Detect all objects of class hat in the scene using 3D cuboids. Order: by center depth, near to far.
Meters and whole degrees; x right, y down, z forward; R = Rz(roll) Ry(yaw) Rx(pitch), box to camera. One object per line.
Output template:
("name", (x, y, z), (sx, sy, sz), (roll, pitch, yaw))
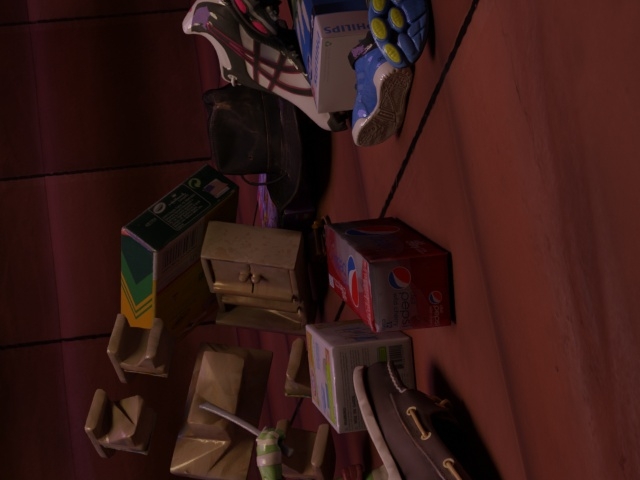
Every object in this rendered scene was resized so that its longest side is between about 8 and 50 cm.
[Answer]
("hat", (-0.120, -0.193, 2.207), (0.331, 0.134, 0.331), (177, 90, -80))

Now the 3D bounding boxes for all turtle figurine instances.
("turtle figurine", (-0.029, 0.318, 1.879), (0.275, 0.266, 0.198), (-121, 26, -67))

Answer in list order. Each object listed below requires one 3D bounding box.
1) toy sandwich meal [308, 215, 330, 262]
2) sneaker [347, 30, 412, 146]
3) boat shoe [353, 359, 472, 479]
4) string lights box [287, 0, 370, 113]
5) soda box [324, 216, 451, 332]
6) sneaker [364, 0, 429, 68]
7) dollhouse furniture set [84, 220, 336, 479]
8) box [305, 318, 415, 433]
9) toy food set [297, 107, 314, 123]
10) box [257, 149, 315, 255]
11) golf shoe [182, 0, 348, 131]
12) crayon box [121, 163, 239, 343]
("toy sandwich meal", (0.000, 0.000, 2.218), (0.085, 0.029, 0.086), (174, 90, -81))
("sneaker", (0.063, -0.182, 1.620), (0.152, 0.058, 0.085), (105, 151, -56))
("boat shoe", (0.113, 0.226, 1.492), (0.116, 0.096, 0.324), (58, -174, -29))
("string lights box", (0.010, -0.304, 1.804), (0.133, 0.076, 0.260), (94, 166, -50))
("soda box", (0.074, 0.036, 1.604), (0.263, 0.092, 0.083), (-135, 40, -76))
("sneaker", (0.080, -0.262, 1.503), (0.078, 0.067, 0.188), (59, -165, -57))
("dollhouse furniture set", (-0.132, 0.207, 2.224), (0.256, 0.362, 0.394), (81, -162, -60))
("box", (0.050, 0.171, 1.806), (0.203, 0.103, 0.114), (-152, 56, -79))
("toy food set", (-0.017, -0.245, 2.163), (0.192, 0.038, 0.132), (110, 160, -81))
("box", (-0.064, -0.066, 2.472), (0.293, 0.057, 0.201), (102, 159, -62))
("golf shoe", (-0.067, -0.245, 1.907), (0.273, 0.120, 0.105), (49, -159, -20))
("crayon box", (-0.239, 0.046, 2.330), (0.081, 0.202, 0.318), (35, 143, 20))
